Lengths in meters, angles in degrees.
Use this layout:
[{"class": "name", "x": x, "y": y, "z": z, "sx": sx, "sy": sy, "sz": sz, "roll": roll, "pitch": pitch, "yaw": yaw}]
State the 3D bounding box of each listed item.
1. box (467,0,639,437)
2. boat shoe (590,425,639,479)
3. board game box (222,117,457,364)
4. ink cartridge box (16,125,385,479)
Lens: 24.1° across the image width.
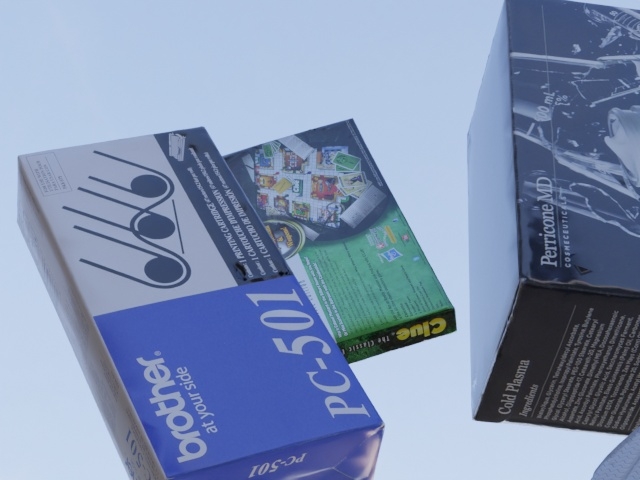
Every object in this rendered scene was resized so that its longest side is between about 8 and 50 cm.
[{"class": "box", "x": 0.290, "y": -0.016, "z": 1.235, "sx": 0.313, "sy": 0.343, "sz": 0.179, "roll": 6, "pitch": -43, "yaw": -3}, {"class": "boat shoe", "x": 0.209, "y": 0.220, "z": 0.909, "sx": 0.121, "sy": 0.335, "sz": 0.119, "roll": 2, "pitch": -49, "yaw": 52}, {"class": "board game box", "x": 0.000, "y": 0.000, "z": 1.167, "sx": 0.136, "sy": 0.259, "sz": 0.030, "roll": -14, "pitch": -50, "yaw": -7}, {"class": "ink cartridge box", "x": -0.061, "y": 0.032, "z": 0.669, "sx": 0.046, "sy": 0.097, "sz": 0.207, "roll": 100, "pitch": -31, "yaw": -41}]
